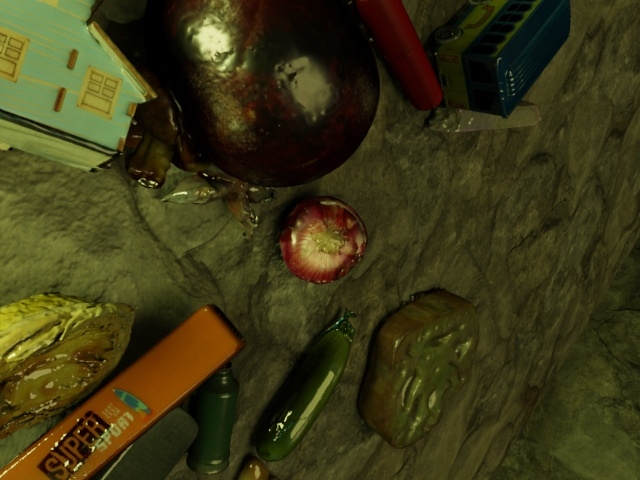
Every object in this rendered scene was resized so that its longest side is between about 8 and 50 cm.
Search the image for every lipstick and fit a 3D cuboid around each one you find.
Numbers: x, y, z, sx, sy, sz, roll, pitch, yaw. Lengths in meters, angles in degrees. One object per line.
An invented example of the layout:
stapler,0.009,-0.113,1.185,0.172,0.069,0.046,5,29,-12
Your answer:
lipstick,0.138,-0.331,1.059,0.073,0.073,0.280,-57,140,-10

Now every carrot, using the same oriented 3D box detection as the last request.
carrot,-0.248,-0.132,0.754,0.142,0.035,0.035,-3,112,-43

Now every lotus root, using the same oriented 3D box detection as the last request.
lotus root,0.235,0.296,1.480,0.390,0.111,0.375,-55,136,-11

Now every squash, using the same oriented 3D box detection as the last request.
squash,-0.016,0.281,1.197,0.332,0.087,0.087,-57,141,-13

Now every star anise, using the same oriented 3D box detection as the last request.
star anise,-0.123,-0.099,0.889,0.208,0.063,0.172,29,85,-51

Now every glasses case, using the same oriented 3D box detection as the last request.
glasses case,-0.319,0.369,0.903,0.323,0.074,0.131,-51,138,-17

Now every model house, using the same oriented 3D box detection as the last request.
model house,-0.284,-0.199,0.565,0.271,0.178,0.207,18,80,-29

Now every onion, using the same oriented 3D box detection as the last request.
onion,0.000,0.000,1.064,0.150,0.140,0.150,0,89,-9

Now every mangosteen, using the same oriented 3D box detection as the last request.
mangosteen,-0.078,-0.198,0.730,0.293,0.297,0.297,-32,155,32

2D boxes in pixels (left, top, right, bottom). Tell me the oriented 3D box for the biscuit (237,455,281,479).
biscuit,-0.161,0.530,1.192,0.208,0.047,0.164,-48,138,-20

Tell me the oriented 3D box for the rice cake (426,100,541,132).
rice cake,0.371,-0.275,1.354,0.399,0.070,0.064,-13,115,-45

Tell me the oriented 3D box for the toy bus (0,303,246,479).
toy bus,-0.276,0.239,0.826,0.409,0.093,0.092,-40,177,-18

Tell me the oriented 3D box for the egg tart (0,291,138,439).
egg tart,-0.340,0.139,0.737,0.252,0.098,0.232,-37,156,-27

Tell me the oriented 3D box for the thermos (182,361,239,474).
thermos,-0.180,0.287,1.030,0.073,0.083,0.188,-26,129,-66

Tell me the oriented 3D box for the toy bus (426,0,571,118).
toy bus,0.346,-0.379,1.181,0.288,0.175,0.138,-50,138,-23
